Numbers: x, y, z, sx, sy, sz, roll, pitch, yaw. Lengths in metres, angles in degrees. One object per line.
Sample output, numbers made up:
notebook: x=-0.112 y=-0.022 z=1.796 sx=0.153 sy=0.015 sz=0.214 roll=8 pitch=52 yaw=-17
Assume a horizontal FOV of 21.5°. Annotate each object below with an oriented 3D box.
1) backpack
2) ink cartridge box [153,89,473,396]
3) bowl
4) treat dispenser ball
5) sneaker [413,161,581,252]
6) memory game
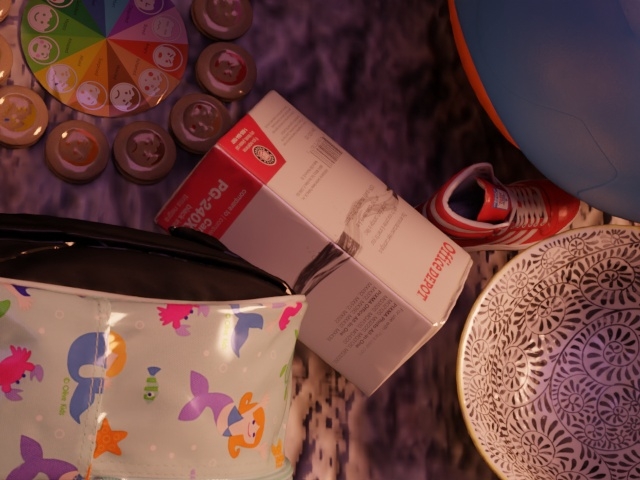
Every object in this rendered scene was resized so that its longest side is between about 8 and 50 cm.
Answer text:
backpack: x=-0.135 y=0.072 z=0.781 sx=0.253 sy=0.225 sz=0.191 roll=-1 pitch=92 yaw=-24
ink cartridge box: x=0.000 y=0.000 z=0.912 sx=0.150 sy=0.063 sz=0.109 roll=40 pitch=24 yaw=-1
bowl: x=0.163 y=0.083 z=0.943 sx=0.170 sy=0.080 sz=0.170 roll=-3 pitch=70 yaw=7
treat dispenser ball: x=0.215 y=-0.149 z=0.943 sx=0.288 sy=0.288 sz=0.288 roll=6 pitch=69 yaw=-17
sneaker: x=0.111 y=-0.021 z=0.983 sx=0.118 sy=0.067 sz=0.042 roll=-12 pitch=75 yaw=-23
memory game: x=-0.124 y=-0.117 z=0.969 sx=0.186 sy=0.012 sz=0.186 roll=7 pitch=68 yaw=-17
